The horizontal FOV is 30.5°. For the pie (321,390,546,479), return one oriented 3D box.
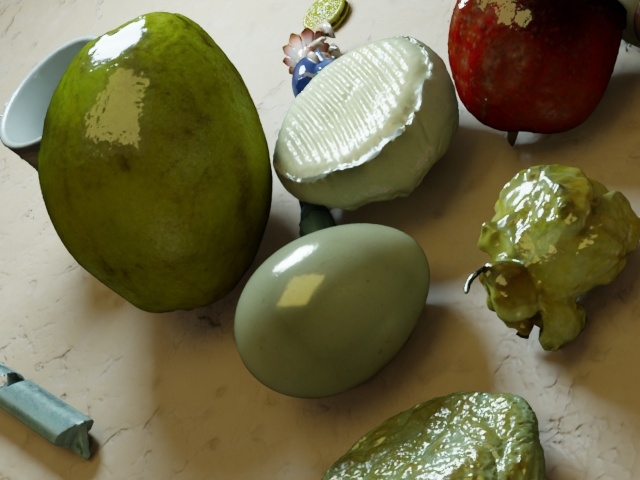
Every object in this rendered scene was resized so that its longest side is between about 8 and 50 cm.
[{"bbox_3d":[0.106,0.266,1.226,0.274,0.105,0.257,-23,34,25],"label":"pie"}]

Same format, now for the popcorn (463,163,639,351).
[{"bbox_3d":[0.244,0.010,1.291,0.168,0.173,0.195,33,85,38],"label":"popcorn"}]

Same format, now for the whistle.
[{"bbox_3d":[-0.425,0.248,1.744,0.312,0.062,0.062,18,69,48],"label":"whistle"}]

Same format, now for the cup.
[{"bbox_3d":[-0.323,-0.195,1.896,0.301,0.257,0.227,-44,41,2],"label":"cup"}]

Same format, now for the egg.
[{"bbox_3d":[0.016,0.080,1.401,0.253,0.188,0.188,-37,39,2],"label":"egg"}]

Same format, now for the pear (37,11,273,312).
[{"bbox_3d":[-0.230,-0.102,1.638,0.352,0.352,0.414,-9,90,36],"label":"pear"}]

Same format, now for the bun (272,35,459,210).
[{"bbox_3d":[0.070,-0.144,1.591,0.287,0.146,0.287,-27,39,24],"label":"bun"}]

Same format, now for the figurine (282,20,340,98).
[{"bbox_3d":[-0.002,-0.251,1.801,0.102,0.111,0.195,-22,37,0],"label":"figurine"}]

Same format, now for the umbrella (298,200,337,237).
[{"bbox_3d":[-0.002,-0.001,1.598,0.052,0.053,0.250,-33,40,16],"label":"umbrella"}]

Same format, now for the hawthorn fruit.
[{"bbox_3d":[0.259,-0.230,1.460,0.215,0.250,0.215,0,39,0],"label":"hawthorn fruit"}]

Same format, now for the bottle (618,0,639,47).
[{"bbox_3d":[0.401,-0.303,1.469,0.110,0.110,0.233,-43,38,2],"label":"bottle"}]

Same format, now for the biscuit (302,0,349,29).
[{"bbox_3d":[0.009,-0.376,1.952,0.084,0.023,0.084,-25,41,24],"label":"biscuit"}]
